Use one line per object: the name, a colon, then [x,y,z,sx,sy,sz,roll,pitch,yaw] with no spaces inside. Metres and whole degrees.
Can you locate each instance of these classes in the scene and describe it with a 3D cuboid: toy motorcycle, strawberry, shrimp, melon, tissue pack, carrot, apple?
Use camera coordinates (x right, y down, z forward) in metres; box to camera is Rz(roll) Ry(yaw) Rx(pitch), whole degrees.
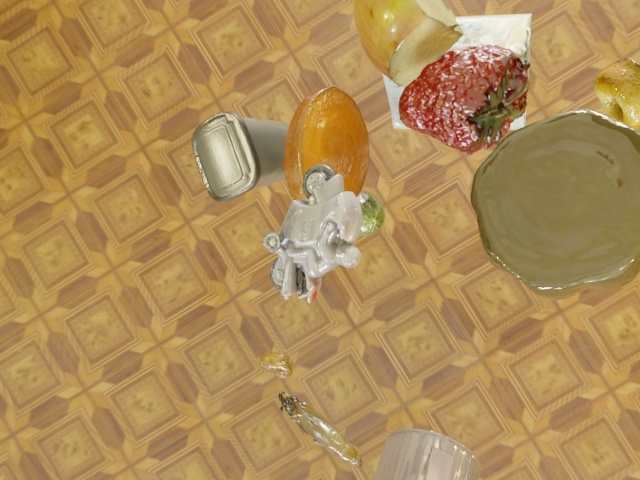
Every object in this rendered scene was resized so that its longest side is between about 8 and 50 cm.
toy motorcycle: [0.000,0.000,1.103,0.171,0.110,0.260,30,109,26]
strawberry: [0.339,-0.336,1.417,0.261,0.261,0.258,-51,54,2]
shrimp: [-0.004,0.329,1.047,0.190,0.101,0.042,38,69,18]
melon: [0.116,-0.082,1.792,0.139,0.192,0.139,-7,112,-19]
tissue pack: [0.403,-0.486,1.774,0.405,0.331,0.205,6,62,20]
carrot: [0.014,-0.218,1.470,0.100,0.258,0.307,7,99,40]
apple: [0.202,-0.590,1.528,0.252,0.314,0.309,-24,71,-10]

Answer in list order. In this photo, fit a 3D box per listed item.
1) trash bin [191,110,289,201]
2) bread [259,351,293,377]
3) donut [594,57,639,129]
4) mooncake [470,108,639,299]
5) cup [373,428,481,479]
trash bin: [-0.198,-0.238,1.683,0.219,0.250,0.219,-18,90,35]
bread: [-0.104,0.296,1.440,0.083,0.081,0.046,22,58,0]
donut: [0.699,-0.328,1.387,0.075,0.190,0.174,-35,111,9]
mooncake: [0.503,-0.064,1.232,0.379,0.201,0.378,-8,70,24]
cup: [0.208,0.528,1.179,0.208,0.288,0.273,37,49,-10]
